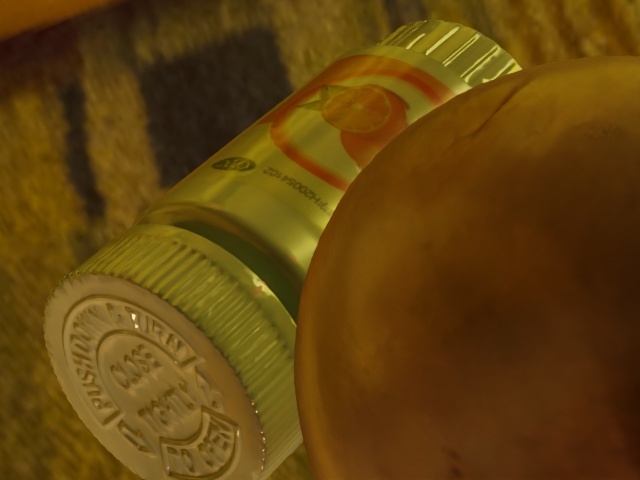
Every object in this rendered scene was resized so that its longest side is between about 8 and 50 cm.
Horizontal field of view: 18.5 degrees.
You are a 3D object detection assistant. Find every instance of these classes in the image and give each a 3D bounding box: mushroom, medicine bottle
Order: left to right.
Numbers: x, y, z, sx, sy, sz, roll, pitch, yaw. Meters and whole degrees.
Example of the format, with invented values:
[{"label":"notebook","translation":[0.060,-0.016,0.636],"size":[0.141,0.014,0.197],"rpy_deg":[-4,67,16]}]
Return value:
[{"label":"medicine bottle","translation":[0.000,0.000,1.150],"size":[0.158,0.158,0.318],"rpy_deg":[25,45,24]},{"label":"mushroom","translation":[0.105,0.043,0.640],"size":[0.226,0.226,0.178],"rpy_deg":[11,36,18]}]
